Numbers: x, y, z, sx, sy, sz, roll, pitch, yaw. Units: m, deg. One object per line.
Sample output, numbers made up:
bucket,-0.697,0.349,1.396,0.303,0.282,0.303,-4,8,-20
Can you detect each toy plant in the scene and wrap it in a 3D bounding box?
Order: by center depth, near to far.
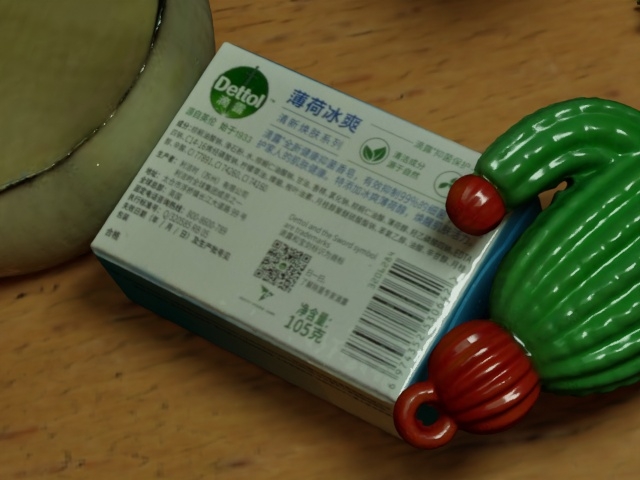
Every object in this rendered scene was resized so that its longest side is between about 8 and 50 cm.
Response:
toy plant,0.139,0.006,0.895,0.240,0.088,0.154,-9,88,-14

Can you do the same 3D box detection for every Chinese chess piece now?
Chinese chess piece,-0.187,-0.104,1.046,0.257,0.104,0.257,-6,63,11

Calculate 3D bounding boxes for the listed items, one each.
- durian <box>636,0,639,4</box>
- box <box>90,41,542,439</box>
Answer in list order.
durian,0.258,-0.153,0.959,0.187,0.108,0.119,-11,63,8
box,-0.001,0.000,0.969,0.194,0.073,0.139,26,73,23
